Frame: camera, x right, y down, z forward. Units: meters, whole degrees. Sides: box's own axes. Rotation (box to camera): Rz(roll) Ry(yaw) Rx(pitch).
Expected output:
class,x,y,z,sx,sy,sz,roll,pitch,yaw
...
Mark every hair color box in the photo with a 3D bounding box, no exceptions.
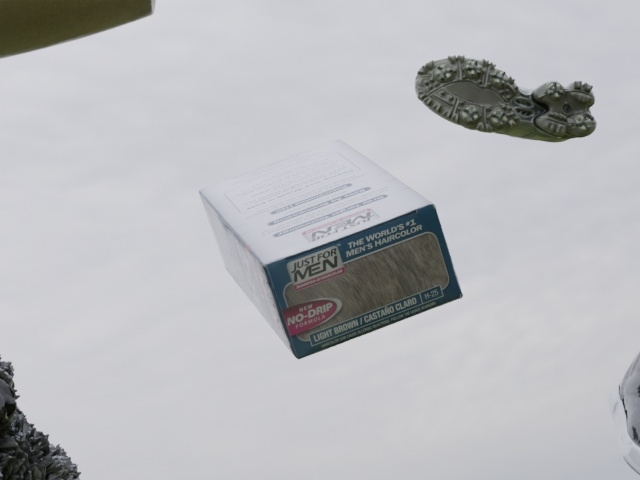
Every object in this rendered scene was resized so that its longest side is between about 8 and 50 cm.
class,x,y,z,sx,sy,sz,roll,pitch,yaw
hair color box,0.000,0.000,1.770,0.174,0.105,0.347,-20,17,-8

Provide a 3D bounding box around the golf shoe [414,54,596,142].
class,x,y,z,sx,sy,sz,roll,pitch,yaw
golf shoe,0.162,-0.119,1.612,0.176,0.069,0.086,13,-15,-14

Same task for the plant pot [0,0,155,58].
class,x,y,z,sx,sy,sz,roll,pitch,yaw
plant pot,-0.287,-0.272,1.594,0.274,0.256,0.256,0,-17,-2

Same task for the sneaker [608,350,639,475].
class,x,y,z,sx,sy,sz,roll,pitch,yaw
sneaker,0.331,0.130,1.515,0.104,0.147,0.296,24,14,-8

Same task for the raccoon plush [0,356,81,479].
class,x,y,z,sx,sy,sz,roll,pitch,yaw
raccoon plush,-0.296,0.229,1.706,0.216,0.446,0.299,-42,-65,8
